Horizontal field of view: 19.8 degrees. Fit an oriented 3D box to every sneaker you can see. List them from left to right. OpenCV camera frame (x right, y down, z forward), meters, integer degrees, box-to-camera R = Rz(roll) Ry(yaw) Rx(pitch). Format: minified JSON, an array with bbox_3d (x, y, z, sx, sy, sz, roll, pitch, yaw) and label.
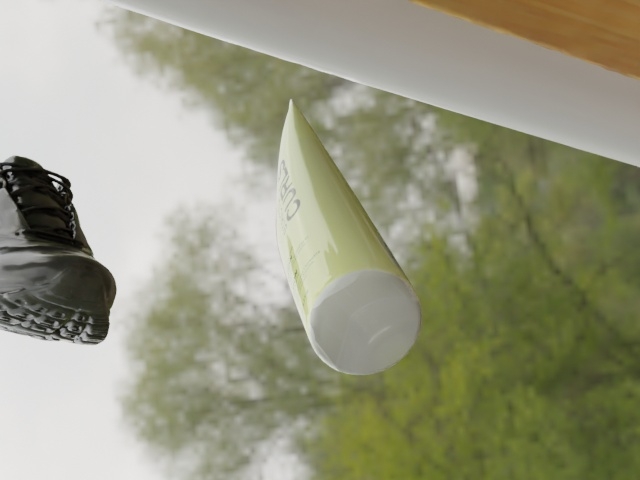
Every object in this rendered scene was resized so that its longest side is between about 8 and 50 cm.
[{"bbox_3d":[-0.220,0.003,1.327,0.286,0.109,0.130,7,80,61],"label":"sneaker"}]

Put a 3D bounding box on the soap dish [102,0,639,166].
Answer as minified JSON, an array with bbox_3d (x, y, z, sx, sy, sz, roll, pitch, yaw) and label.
[{"bbox_3d":[0.038,-0.134,0.516,0.229,0.290,0.118,-93,24,-57],"label":"soap dish"}]

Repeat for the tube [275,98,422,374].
[{"bbox_3d":[0.000,0.000,1.044,0.062,0.070,0.240,42,-170,-23],"label":"tube"}]
